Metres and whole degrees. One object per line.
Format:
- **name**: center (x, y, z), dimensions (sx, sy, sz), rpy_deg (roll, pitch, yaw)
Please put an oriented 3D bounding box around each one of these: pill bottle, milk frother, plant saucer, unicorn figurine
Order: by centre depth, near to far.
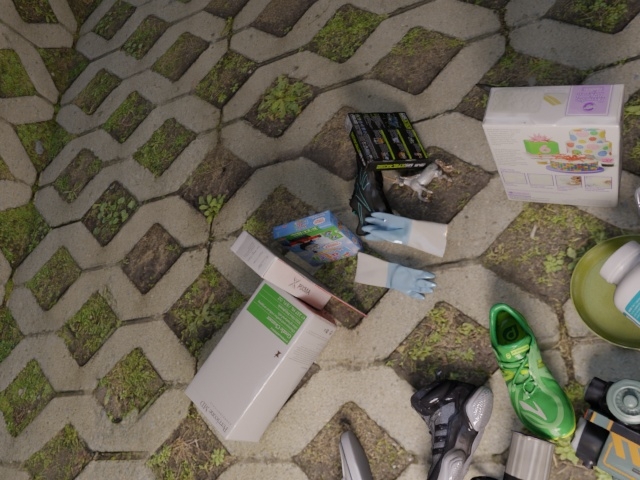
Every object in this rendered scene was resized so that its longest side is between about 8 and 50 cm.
- **pill bottle**: center (0.644, 0.118, 0.951), dimensions (0.146, 0.146, 0.264), rpy_deg (-43, 55, 6)
- **milk frother**: center (0.368, 0.437, 1.019), dimensions (0.143, 0.129, 0.135), rpy_deg (11, 75, 27)
- **plant saucer**: center (0.640, 0.105, 1.072), dimensions (0.240, 0.037, 0.241), rpy_deg (-12, 62, 24)
- **unicorn figurine**: center (0.270, -0.158, 1.398), dimensions (0.161, 0.060, 0.111), rpy_deg (-31, 54, -6)

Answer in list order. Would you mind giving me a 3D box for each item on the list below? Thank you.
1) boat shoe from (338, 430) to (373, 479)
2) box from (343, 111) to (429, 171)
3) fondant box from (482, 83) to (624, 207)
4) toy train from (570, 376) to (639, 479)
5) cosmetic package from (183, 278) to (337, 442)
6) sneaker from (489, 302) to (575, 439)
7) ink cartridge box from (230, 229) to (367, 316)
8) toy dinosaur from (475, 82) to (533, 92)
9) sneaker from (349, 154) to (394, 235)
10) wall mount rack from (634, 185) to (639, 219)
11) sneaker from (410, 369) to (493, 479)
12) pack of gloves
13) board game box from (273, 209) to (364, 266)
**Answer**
- **boat shoe**: center (0.073, 0.554, 1.153), dimensions (0.084, 0.095, 0.258), rpy_deg (-25, 57, 13)
- **box**: center (0.178, -0.273, 1.440), dimensions (0.184, 0.045, 0.191), rpy_deg (-5, 56, -22)
- **fondant box**: center (0.496, -0.187, 1.107), dimensions (0.238, 0.330, 0.096), rpy_deg (8, 72, 31)
- **toy train**: center (0.612, 0.373, 0.911), dimensions (0.333, 0.142, 0.190), rpy_deg (23, 90, 35)
- **cosmetic package**: center (-0.151, 0.306, 1.358), dimensions (0.197, 0.155, 0.366), rpy_deg (32, 85, 33)
- **sneaker**: center (0.405, 0.257, 1.066), dimensions (0.109, 0.123, 0.296), rpy_deg (-31, 47, 19)
- **ink cartridge box**: center (-0.049, 0.108, 1.301), dimensions (0.261, 0.296, 0.066), rpy_deg (35, 88, 36)
- **toy dinosaur**: center (0.521, -0.314, 1.305), dimensions (0.160, 0.121, 0.313), rpy_deg (-39, 49, -6)
- **sneaker**: center (0.121, -0.133, 1.438), dimensions (0.106, 0.101, 0.268), rpy_deg (-23, 58, 22)
- **wall mount rack**: center (0.763, -0.079, 0.966), dimensions (0.304, 0.350, 0.131), rpy_deg (-15, 98, 27)
- **sneaker**: center (0.249, 0.411, 1.119), dimensions (0.153, 0.101, 0.269), rpy_deg (21, 73, 35)
- **pack of gloves**: center (0.187, 0.037, 1.311), dimensions (0.232, 0.046, 0.195), rpy_deg (13, 99, 33)
- **board game box**: center (0.000, 0.000, 1.376), dimensions (0.160, 0.211, 0.039), rpy_deg (-17, 62, 23)
